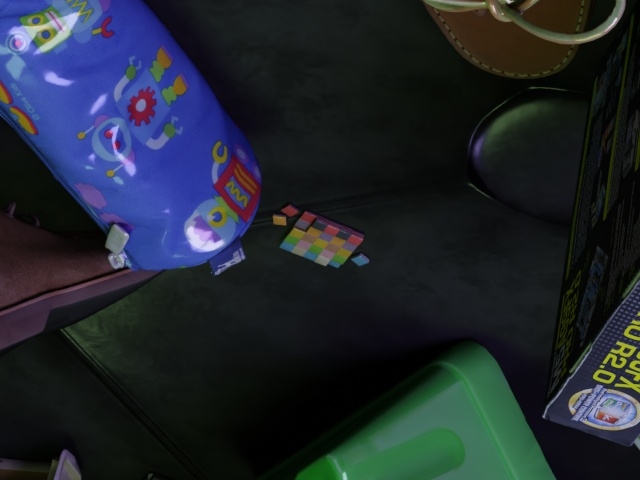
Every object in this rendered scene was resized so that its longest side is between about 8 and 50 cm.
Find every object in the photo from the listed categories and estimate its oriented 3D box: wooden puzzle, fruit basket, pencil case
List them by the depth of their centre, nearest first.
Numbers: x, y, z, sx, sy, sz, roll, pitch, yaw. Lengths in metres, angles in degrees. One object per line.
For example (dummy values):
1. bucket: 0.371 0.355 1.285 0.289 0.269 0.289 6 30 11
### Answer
1. pencil case: -0.155 -0.099 1.281 0.119 0.133 0.306 14 152 42
2. wooden puzzle: 0.000 0.000 1.471 0.083 0.006 0.049 22 143 -13
3. fruit basket: 0.104 0.264 1.651 0.392 0.283 0.392 -25 169 -5

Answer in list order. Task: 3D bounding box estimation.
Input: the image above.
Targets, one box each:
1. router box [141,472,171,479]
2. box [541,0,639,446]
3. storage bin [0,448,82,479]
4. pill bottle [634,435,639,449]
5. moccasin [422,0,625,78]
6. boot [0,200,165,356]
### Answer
1. router box: -0.176 0.285 1.837 0.038 0.092 0.122 24 143 -15
2. box: 0.204 -0.051 1.118 0.060 0.270 0.216 17 143 -4
3. storage bin: -0.368 0.301 1.774 0.262 0.260 0.123 3 142 13
4. pill bottle: 0.299 0.057 1.348 0.136 0.136 0.245 13 144 0
5. moccasin: 0.095 -0.185 1.046 0.139 0.147 0.380 3 156 5
6. boot: -0.201 0.011 1.379 0.112 0.305 0.115 -32 85 33
